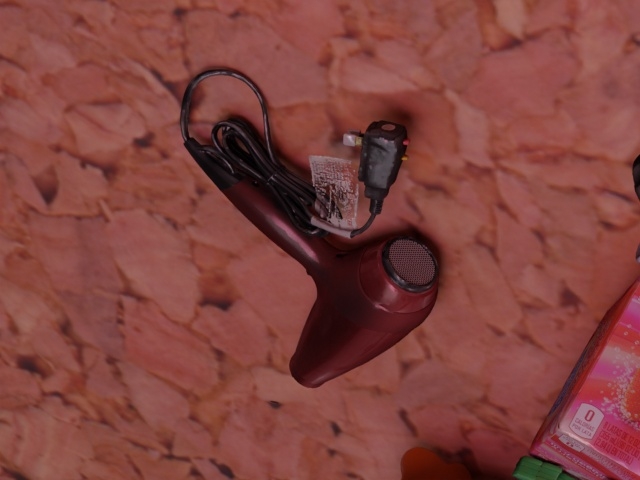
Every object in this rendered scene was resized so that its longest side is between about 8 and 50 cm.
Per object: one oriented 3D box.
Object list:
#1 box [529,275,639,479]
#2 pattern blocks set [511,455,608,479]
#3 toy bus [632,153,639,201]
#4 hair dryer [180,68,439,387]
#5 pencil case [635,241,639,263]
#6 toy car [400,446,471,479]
[{"bbox_3d":[0.326,0.167,1.433,0.300,0.142,0.154,30,167,5],"label":"box"},{"bbox_3d":[0.292,0.266,1.505,0.325,0.026,0.285,36,167,-20],"label":"pattern blocks set"},{"bbox_3d":[0.333,-0.051,1.253,0.211,0.220,0.149,40,137,-13],"label":"toy bus"},{"bbox_3d":[0.000,0.000,1.581,0.223,0.080,0.293,19,127,35],"label":"hair dryer"},{"bbox_3d":[0.360,0.031,1.358,0.273,0.124,0.113,31,132,5],"label":"pencil case"},{"bbox_3d":[0.132,0.291,1.673,0.219,0.210,0.238,-13,89,50],"label":"toy car"}]
